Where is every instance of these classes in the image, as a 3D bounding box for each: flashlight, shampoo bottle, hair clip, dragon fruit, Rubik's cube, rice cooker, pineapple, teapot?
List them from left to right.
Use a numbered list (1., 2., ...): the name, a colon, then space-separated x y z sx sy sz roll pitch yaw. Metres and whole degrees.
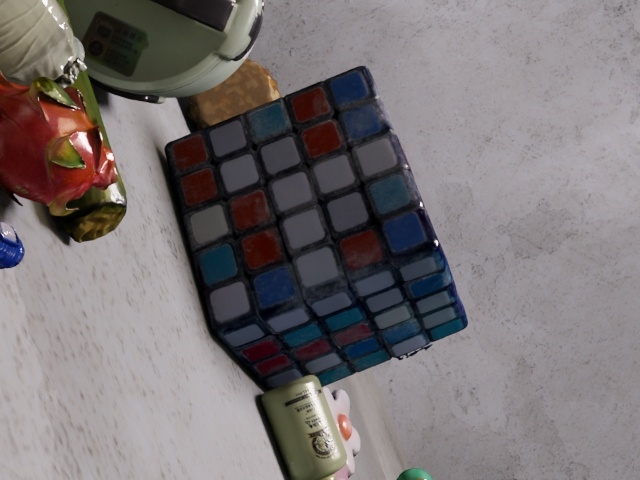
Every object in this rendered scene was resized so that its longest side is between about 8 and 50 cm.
1. teapot: -0.248 -0.190 0.735 0.107 0.077 0.200 47 -8 34
2. flashlight: -0.200 -0.005 0.598 0.121 0.035 0.057 50 17 -75
3. dragon fruit: -0.196 -0.072 0.717 0.116 0.086 0.081 55 50 -37
4. rice cooker: -0.168 -0.251 1.075 0.244 0.226 0.226 -89 157 -87
5. pineapple: -0.134 -0.204 1.780 0.340 0.169 0.169 90 -21 -85
6. shampoo bottle: -0.013 0.255 1.312 0.079 0.079 0.162 38 31 -81
7. Rubik's cube: 0.000 0.000 1.360 0.287 0.292 0.293 61 10 -61
8. hair clip: 0.015 0.314 1.483 0.257 0.075 0.146 -97 170 -56

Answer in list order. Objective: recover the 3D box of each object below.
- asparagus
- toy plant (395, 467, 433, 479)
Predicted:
1. asparagus: -0.218 -0.131 0.857 0.278 0.060 0.067 69 15 17
2. toy plant: 0.124 0.434 1.393 0.185 0.279 0.400 30 8 27
